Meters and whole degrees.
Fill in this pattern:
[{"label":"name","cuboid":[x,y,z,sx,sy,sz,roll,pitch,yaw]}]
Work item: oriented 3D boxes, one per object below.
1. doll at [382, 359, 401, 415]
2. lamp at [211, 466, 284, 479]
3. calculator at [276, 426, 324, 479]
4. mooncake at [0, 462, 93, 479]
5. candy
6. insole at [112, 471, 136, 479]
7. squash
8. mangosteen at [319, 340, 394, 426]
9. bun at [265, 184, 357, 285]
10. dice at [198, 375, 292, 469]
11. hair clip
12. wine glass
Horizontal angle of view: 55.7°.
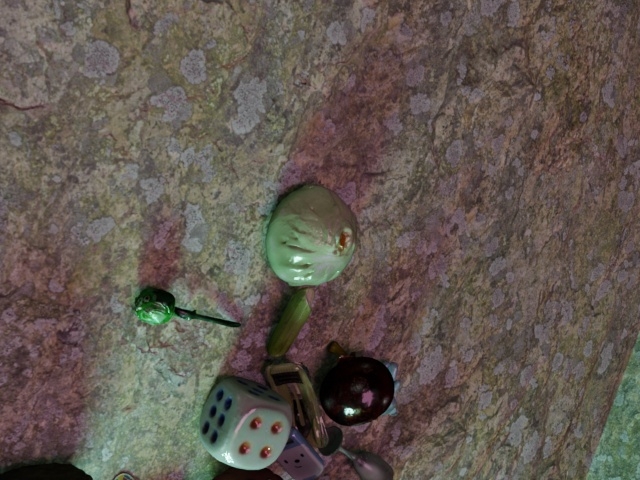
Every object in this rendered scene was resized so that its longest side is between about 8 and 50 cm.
[{"label":"doll","cuboid":[0.209,0.487,1.997,0.120,0.075,0.179,12,80,7]},{"label":"lamp","cuboid":[-0.199,0.776,1.671,0.303,0.303,0.257,9,139,-34]},{"label":"calculator","cuboid":[-0.079,0.636,1.808,0.121,0.039,0.210,-27,110,21]},{"label":"mooncake","cuboid":[-0.642,0.618,1.345,0.291,0.290,0.161,-1,101,-33]},{"label":"candy","cuboid":[-0.333,0.195,1.573,0.324,0.097,0.097,22,89,-42]},{"label":"insole","cuboid":[-0.484,0.683,1.627,0.065,0.006,0.193,-46,122,-16]},{"label":"squash","cuboid":[-0.081,0.232,1.715,0.069,0.069,0.238,18,107,-35]},{"label":"mangosteen","cuboid":[0.100,0.422,1.832,0.236,0.235,0.261,-19,77,-28]},{"label":"bun","cuboid":[0.000,0.000,1.667,0.293,0.187,0.292,-10,109,-30]},{"label":"dice","cuboid":[-0.204,0.496,1.651,0.192,0.194,0.193,23,90,-36]},{"label":"hair clip","cuboid":[-0.063,0.474,1.799,0.091,0.139,0.321,-62,141,-61]},{"label":"wine glass","cuboid":[0.069,0.779,1.963,0.264,0.096,0.309,-50,124,-8]}]
